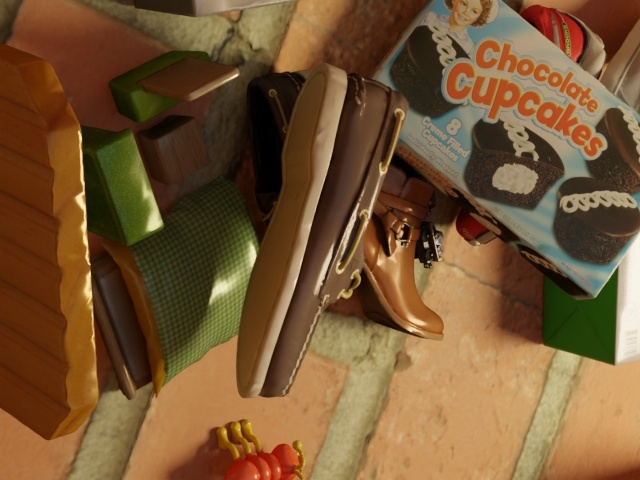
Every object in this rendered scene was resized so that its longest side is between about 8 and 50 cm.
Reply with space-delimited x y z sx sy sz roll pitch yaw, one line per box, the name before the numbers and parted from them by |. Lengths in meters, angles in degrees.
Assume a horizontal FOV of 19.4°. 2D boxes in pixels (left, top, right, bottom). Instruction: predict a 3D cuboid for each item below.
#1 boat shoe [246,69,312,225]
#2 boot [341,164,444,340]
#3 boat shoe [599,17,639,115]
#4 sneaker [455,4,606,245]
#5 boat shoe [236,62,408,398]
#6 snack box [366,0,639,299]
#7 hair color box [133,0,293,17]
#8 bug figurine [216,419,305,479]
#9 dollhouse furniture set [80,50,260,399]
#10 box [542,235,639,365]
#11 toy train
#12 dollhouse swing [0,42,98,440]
boat shoe | -0.035 -0.053 1.853 0.068 0.081 0.228 -8 97 -33
boot | 0.084 0.011 1.956 0.197 0.073 0.152 31 81 -37
boat shoe | 0.366 -0.186 2.082 0.227 0.081 0.079 -51 168 -47
sneaker | 0.199 -0.128 2.019 0.118 0.107 0.279 30 77 -19
boat shoe | 0.000 0.000 1.770 0.096 0.116 0.324 16 86 -20
snack box | 0.206 -0.109 1.939 0.322 0.060 0.187 38 78 -6
hair color box | -0.002 -0.335 1.795 0.374 0.113 0.185 -14 108 -34
bug figurine | -0.090 0.335 1.892 0.216 0.072 0.279 -17 110 -34
dollhouse furniture set | -0.123 -0.002 1.746 0.197 0.151 0.302 -31 117 -29
box | 0.382 -0.009 2.147 0.231 0.126 0.262 -10 105 -36
toy train | 0.105 -0.046 1.993 0.036 0.027 0.158 -29 116 -42
dollhouse swing | -0.364 -0.004 1.409 0.315 0.305 0.347 -9 113 -21
